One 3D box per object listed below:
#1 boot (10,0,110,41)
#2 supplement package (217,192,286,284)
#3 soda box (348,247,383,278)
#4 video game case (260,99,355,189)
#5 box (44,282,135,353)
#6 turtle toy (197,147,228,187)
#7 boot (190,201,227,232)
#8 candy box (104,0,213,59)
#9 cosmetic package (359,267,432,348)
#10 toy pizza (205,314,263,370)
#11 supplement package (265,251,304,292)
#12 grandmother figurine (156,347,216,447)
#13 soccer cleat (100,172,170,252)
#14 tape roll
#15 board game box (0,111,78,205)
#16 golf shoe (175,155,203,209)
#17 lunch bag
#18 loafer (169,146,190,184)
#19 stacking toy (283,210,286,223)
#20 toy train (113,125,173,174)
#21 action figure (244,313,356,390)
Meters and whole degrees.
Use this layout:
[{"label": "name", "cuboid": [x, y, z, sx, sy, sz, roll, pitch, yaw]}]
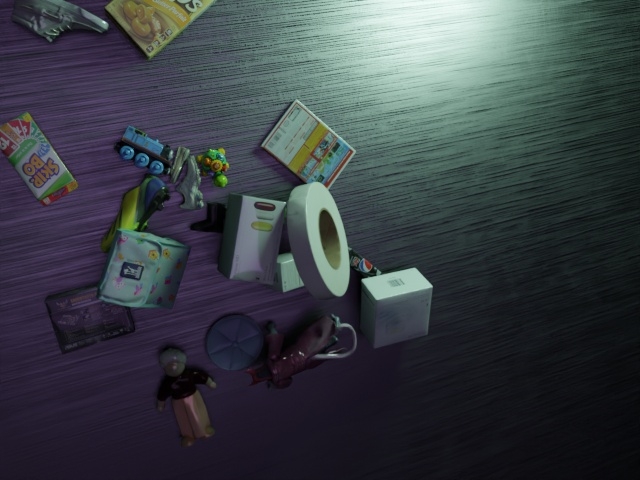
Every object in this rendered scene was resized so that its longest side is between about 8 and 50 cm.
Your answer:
[{"label": "boot", "cuboid": [-0.759, -0.634, 1.672, 0.258, 0.095, 0.123, 21, 97, -12]}, {"label": "supplement package", "cuboid": [-0.224, -0.010, 1.827, 0.145, 0.204, 0.262, 8, 94, -21]}, {"label": "soda box", "cuboid": [0.150, 0.095, 2.099, 0.169, 0.060, 0.053, 38, 85, -20]}, {"label": "video game case", "cuboid": [-0.040, -0.319, 1.991, 0.285, 0.025, 0.204, 38, 85, -20]}, {"label": "box", "cuboid": [-0.730, 0.237, 1.822, 0.231, 0.056, 0.183, -17, 103, -16]}, {"label": "turtle toy", "cuboid": [-0.342, -0.237, 1.875, 0.095, 0.066, 0.130, -22, 118, -16]}, {"label": "boot", "cuboid": [-0.370, -0.078, 1.904, 0.121, 0.045, 0.099, 3, 99, -27]}, {"label": "candy box", "cuboid": [-0.475, -0.727, 1.747, 0.316, 0.087, 0.183, -45, 109, -8]}, {"label": "cosmetic package", "cuboid": [0.272, 0.247, 2.091, 0.224, 0.138, 0.225, -11, 123, -17]}, {"label": "toy pizza", "cuboid": [-0.301, 0.356, 2.000, 0.201, 0.032, 0.201, -3, 100, -18]}, {"label": "supplement package", "cuboid": [-0.093, 0.099, 1.962, 0.179, 0.105, 0.105, -15, 106, -40]}, {"label": "grandmother figurine", "cuboid": [-0.456, 0.517, 1.938, 0.207, 0.104, 0.343, -23, 108, -23]}, {"label": "soccer cleat", "cuboid": [-0.601, -0.086, 1.816, 0.121, 0.093, 0.289, 40, 88, 11]}, {"label": "tape roll", "cuboid": [0.000, 0.000, 1.877, 0.072, 0.392, 0.392, -12, 104, 18]}, {"label": "board game box", "cuboid": [-0.856, -0.240, 1.721, 0.124, 0.039, 0.259, -33, 110, -11]}, {"label": "golf shoe", "cuboid": [-0.429, -0.185, 1.859, 0.086, 0.069, 0.176, -5, 98, -12]}, {"label": "lunch bag", "cuboid": [-0.549, 0.088, 1.752, 0.262, 0.160, 0.224, 17, 91, -62]}, {"label": "loafer", "cuboid": [-0.464, -0.243, 1.852, 0.039, 0.045, 0.125, 24, 83, -4]}, {"label": "stacking toy", "cuboid": [-0.221, -0.020, 1.964, 0.166, 0.052, 0.221, 12, 92, -22]}, {"label": "toy train", "cuboid": [-0.549, -0.278, 1.797, 0.184, 0.080, 0.105, 27, 83, -20]}, {"label": "action figure", "cuboid": [-0.080, 0.418, 1.972, 0.370, 0.275, 0.248, -25, 112, -28]}]
